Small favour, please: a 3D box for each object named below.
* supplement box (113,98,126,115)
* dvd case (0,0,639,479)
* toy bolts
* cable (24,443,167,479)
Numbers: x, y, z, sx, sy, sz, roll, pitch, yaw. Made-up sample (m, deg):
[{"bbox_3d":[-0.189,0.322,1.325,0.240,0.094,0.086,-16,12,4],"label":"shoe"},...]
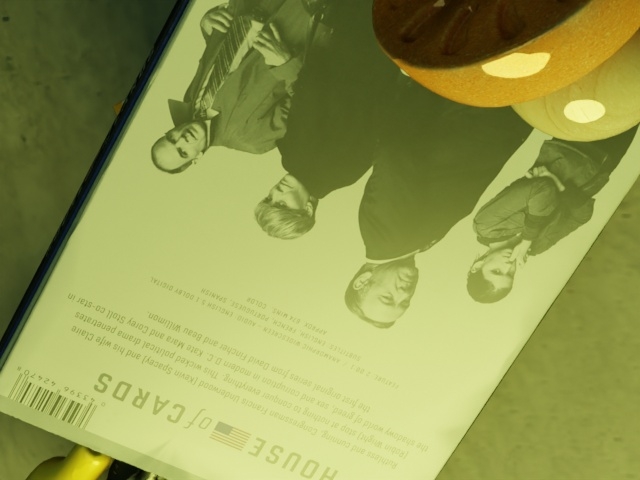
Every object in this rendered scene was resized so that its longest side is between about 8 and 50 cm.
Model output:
[{"bbox_3d":[-0.027,-0.049,0.782,0.098,0.036,0.062,-21,99,34],"label":"supplement box"},{"bbox_3d":[0.000,0.000,0.732,0.179,0.029,0.238,25,115,-13],"label":"dvd case"},{"bbox_3d":[0.112,-0.159,0.627,0.228,0.218,0.158,-25,131,25],"label":"toy bolts"},{"bbox_3d":[-0.056,0.077,0.804,0.139,0.072,0.287,25,129,8],"label":"cable"}]
